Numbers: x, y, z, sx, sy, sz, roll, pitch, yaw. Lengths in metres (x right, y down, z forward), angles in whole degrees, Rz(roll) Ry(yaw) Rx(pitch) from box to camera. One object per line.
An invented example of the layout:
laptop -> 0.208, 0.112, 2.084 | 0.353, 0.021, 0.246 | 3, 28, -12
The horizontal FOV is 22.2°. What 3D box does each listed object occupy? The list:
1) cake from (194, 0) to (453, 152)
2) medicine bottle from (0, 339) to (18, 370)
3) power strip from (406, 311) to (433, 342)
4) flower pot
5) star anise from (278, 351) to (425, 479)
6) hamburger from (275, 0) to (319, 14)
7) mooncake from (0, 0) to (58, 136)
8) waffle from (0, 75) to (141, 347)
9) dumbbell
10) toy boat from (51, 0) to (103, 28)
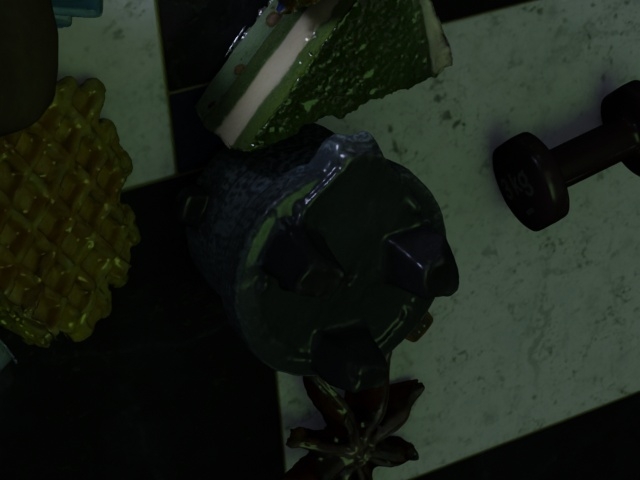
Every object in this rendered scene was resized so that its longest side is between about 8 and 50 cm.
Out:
cake -> 0.011, -0.196, 1.877 | 0.172, 0.158, 0.284 | 37, 91, -38
medicine bottle -> -0.485, 0.155, 1.692 | 0.290, 0.245, 0.245 | -44, 127, -15
power strip -> 0.085, 0.076, 2.127 | 0.049, 0.028, 0.178 | -50, 127, 0
flower pot -> 0.000, 0.000, 1.876 | 0.299, 0.283, 0.299 | -14, 123, -23
star anise -> 0.032, 0.266, 2.145 | 0.288, 0.088, 0.288 | -25, 128, -37
hamburger -> -0.039, -0.353, 1.770 | 0.182, 0.191, 0.118 | -54, 170, 2
mooncake -> -0.468, -0.182, 1.412 | 0.467, 0.467, 0.262 | -23, 124, -20
waffle -> -0.300, -0.023, 1.760 | 0.307, 0.060, 0.312 | -38, 125, -49
dumbbell -> 0.347, -0.111, 2.128 | 0.225, 0.140, 0.124 | -25, 86, -20
toy boat -> -0.342, -0.278, 1.676 | 0.237, 0.098, 0.109 | 9, 65, -25
